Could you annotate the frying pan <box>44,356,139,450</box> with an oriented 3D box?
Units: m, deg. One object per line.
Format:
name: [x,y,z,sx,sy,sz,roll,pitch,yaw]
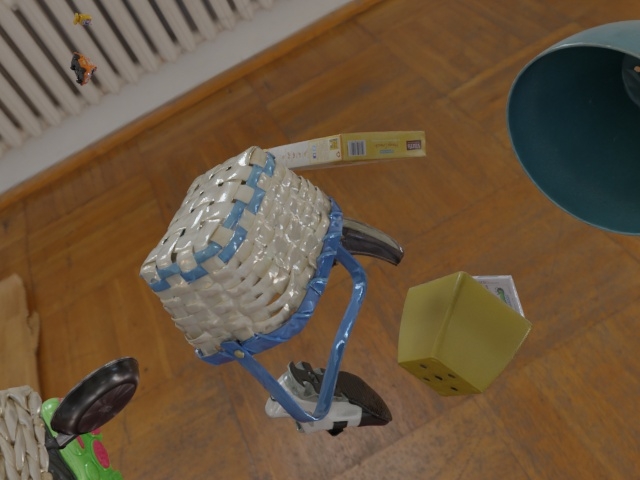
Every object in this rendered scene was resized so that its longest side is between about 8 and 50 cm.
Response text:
frying pan: [-0.469,0.340,1.311,0.053,0.197,0.326,42,63,18]

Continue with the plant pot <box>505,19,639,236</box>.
plant pot: [0.431,-0.178,0.948,0.290,0.290,0.195,24,55,41]

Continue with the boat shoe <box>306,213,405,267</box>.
boat shoe: [0.000,0.000,1.491,0.355,0.132,0.130,19,91,2]

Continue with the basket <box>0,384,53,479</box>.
basket: [-0.495,0.372,0.832,0.331,0.266,0.328,-33,67,43]

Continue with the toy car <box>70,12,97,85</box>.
toy car: [-0.420,-0.343,1.260,0.040,0.122,0.060,-15,52,-39]

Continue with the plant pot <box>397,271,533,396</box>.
plant pot: [0.290,0.220,1.514,0.212,0.212,0.187,-28,29,59]

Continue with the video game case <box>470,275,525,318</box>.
video game case: [0.462,0.166,1.826,0.019,0.157,0.143,-27,12,-34]

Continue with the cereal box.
cereal box: [0.034,-0.148,1.172,0.173,0.047,0.240,-8,6,-35]

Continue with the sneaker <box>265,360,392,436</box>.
sneaker: [0.015,0.375,1.576,0.146,0.330,0.122,-52,35,18]

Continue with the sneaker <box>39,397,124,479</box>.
sneaker: [-0.587,0.609,1.654,0.202,0.185,0.483,-42,53,12]

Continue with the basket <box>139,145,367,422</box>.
basket: [-0.056,0.047,0.867,0.201,0.289,0.254,-26,30,38]
